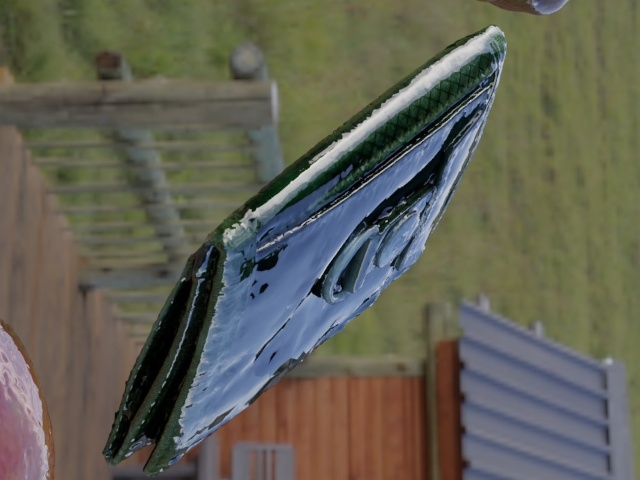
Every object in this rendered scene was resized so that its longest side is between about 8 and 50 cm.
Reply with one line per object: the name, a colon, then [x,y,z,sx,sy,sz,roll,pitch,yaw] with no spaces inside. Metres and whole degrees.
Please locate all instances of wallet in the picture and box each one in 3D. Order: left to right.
wallet: [0.002,0.002,0.636,0.236,0.055,0.160,-42,163,-46]

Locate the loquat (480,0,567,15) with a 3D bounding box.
loquat: [0.121,-0.204,0.844,0.113,0.137,0.137,-132,-149,-51]

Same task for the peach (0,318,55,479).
peach: [-0.385,0.153,0.949,0.406,0.335,0.310,38,36,-23]
